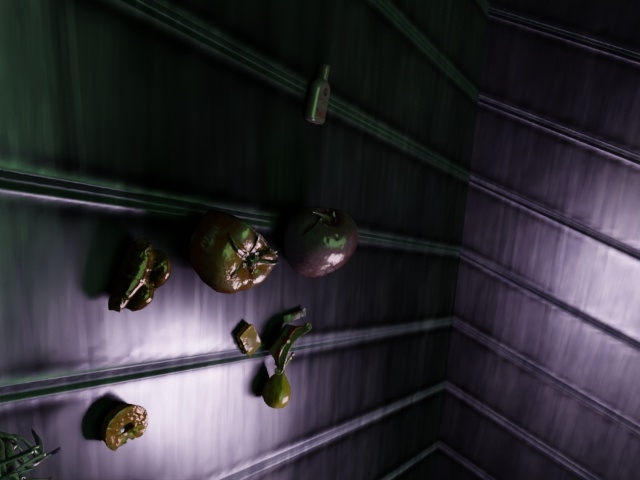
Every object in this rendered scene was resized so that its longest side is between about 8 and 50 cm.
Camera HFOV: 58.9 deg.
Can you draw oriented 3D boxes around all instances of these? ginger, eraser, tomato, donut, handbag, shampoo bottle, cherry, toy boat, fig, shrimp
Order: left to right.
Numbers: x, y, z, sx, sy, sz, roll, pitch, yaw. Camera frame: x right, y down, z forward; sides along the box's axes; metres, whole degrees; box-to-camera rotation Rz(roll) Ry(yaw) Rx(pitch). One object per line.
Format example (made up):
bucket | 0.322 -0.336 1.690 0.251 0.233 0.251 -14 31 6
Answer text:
shrimp | -0.558 0.323 0.875 0.410 0.221 0.166 49 36 -38
donut | -0.433 0.401 1.243 0.108 0.043 0.097 -10 110 -55
ginger | -0.378 0.081 1.190 0.103 0.073 0.162 33 79 -43
tomato | -0.218 0.044 1.332 0.155 0.181 0.214 -59 141 -15
handbag | -0.202 0.275 1.577 0.061 0.027 0.083 -50 137 -36
fig | -0.130 0.420 1.705 0.093 0.093 0.166 31 58 -57
toy boat | -0.100 0.308 1.690 0.071 0.089 0.185 38 64 -7
eraser | -0.080 0.233 1.759 0.099 0.019 0.027 -15 99 -56
shampoo bottle | -0.003 -0.421 1.623 0.080 0.040 0.165 6 97 -56
cherry | 0.000 0.000 1.629 0.213 0.183 0.266 7 137 -22

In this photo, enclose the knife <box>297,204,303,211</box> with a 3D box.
knife | -0.041 -0.006 1.740 0.035 0.018 0.247 -51 142 -40
